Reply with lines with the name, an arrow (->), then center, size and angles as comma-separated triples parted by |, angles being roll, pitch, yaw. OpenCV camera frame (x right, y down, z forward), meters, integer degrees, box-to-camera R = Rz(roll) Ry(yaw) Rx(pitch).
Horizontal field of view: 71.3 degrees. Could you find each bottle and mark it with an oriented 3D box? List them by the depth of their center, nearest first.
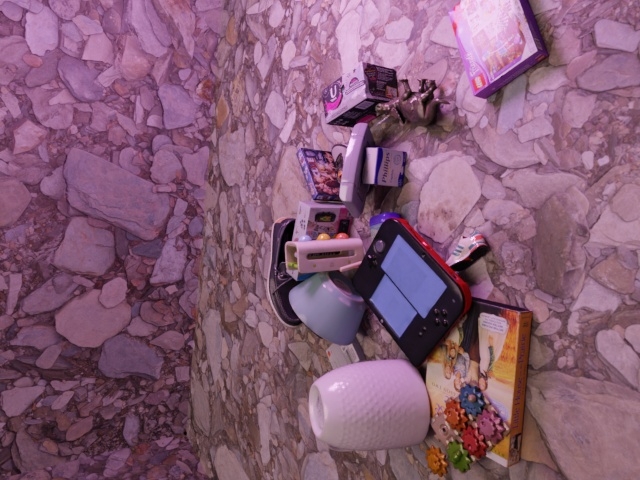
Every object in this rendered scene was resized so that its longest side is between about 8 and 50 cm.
bottle -> 0.239, 0.048, 1.560 | 0.118, 0.092, 0.283 | -17, 76, 58

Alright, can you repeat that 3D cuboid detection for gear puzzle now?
gear puzzle -> 0.383, 0.560, 1.277 | 0.175, 0.044, 0.339 | 57, 135, 40

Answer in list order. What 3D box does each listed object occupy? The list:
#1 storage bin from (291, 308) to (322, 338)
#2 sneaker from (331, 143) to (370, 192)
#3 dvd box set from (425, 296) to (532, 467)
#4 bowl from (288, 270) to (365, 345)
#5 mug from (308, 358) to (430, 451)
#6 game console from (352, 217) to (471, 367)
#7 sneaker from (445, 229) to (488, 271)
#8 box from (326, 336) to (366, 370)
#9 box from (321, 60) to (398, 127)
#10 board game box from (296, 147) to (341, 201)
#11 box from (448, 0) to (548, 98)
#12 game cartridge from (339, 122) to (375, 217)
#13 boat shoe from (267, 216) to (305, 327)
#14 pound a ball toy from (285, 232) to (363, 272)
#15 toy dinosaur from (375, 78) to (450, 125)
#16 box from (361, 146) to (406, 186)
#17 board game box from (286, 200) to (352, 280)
storage bin -> -0.024, 0.314, 1.866 | 0.180, 0.084, 0.122 | 40, 153, 5
sneaker -> 0.101, -0.287, 1.754 | 0.100, 0.107, 0.272 | -59, 43, 40
dvd box set -> 0.439, 0.376, 1.291 | 0.307, 0.062, 0.421 | 11, 99, 56
bowl -> 0.052, 0.232, 1.703 | 0.163, 0.311, 0.312 | -52, 46, 17
mug -> 0.130, 0.576, 1.475 | 0.276, 0.327, 0.374 | -113, 30, -51
game console -> 0.267, 0.155, 1.409 | 0.387, 0.060, 0.342 | 53, 131, 34
sneaker -> 0.427, 0.031, 1.326 | 0.161, 0.057, 0.075 | -49, 34, 46
box -> 0.100, 0.466, 1.821 | 0.186, 0.038, 0.145 | -57, 46, 38
box -> 0.140, -0.529, 1.640 | 0.247, 0.163, 0.142 | -16, 78, 55
board game box -> 0.009, -0.270, 1.838 | 0.042, 0.165, 0.243 | -49, 52, 45
box -> 0.479, -0.574, 1.229 | 0.201, 0.057, 0.294 | -30, 66, 52
game cartridge -> 0.133, -0.250, 1.580 | 0.062, 0.198, 0.298 | 6, 75, 24
boat shoe -> -0.131, 0.135, 1.972 | 0.156, 0.186, 0.501 | -17, 73, 63
pound a ball toy -> 0.054, 0.041, 1.650 | 0.208, 0.319, 0.136 | 4, 97, 64
toy dinosaur -> 0.321, -0.436, 1.444 | 0.313, 0.121, 0.161 | 30, 127, 47
box -> 0.220, -0.252, 1.546 | 0.072, 0.137, 0.126 | 17, 104, 55
board game box -> 0.000, 0.000, 1.802 | 0.097, 0.223, 0.304 | 33, 118, 50
